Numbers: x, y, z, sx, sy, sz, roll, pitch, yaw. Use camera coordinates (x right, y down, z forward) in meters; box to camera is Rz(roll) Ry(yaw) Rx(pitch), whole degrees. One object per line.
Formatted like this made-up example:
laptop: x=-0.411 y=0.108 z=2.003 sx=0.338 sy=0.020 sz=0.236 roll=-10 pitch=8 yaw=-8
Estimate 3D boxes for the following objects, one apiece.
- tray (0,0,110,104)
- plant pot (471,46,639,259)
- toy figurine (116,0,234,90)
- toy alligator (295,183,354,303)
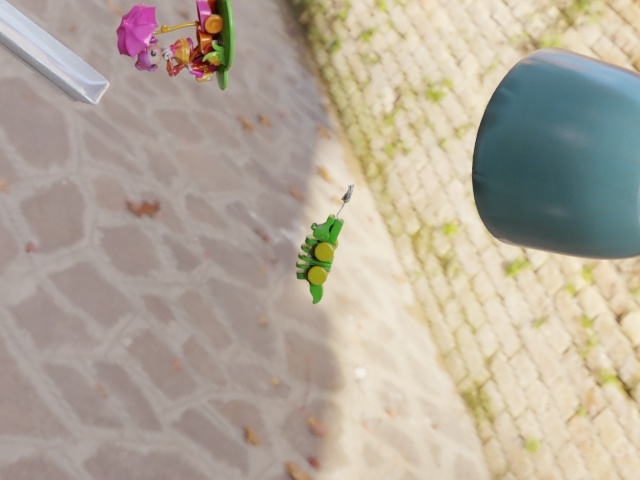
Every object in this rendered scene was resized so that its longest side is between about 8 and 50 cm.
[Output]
tray: x=-0.439 y=-0.294 z=1.804 sx=0.270 sy=0.030 sz=0.145 roll=38 pitch=14 yaw=-13
plant pot: x=0.392 y=-0.103 z=1.664 sx=0.235 sy=0.293 sz=0.293 roll=21 pitch=1 yaw=44
toy figurine: x=-0.216 y=-0.288 z=1.755 sx=0.159 sy=0.173 sz=0.130 roll=-7 pitch=47 yaw=-14
toy alligator: x=0.000 y=0.000 z=1.757 sx=0.051 sy=0.189 sz=0.056 roll=17 pitch=17 yaw=3
